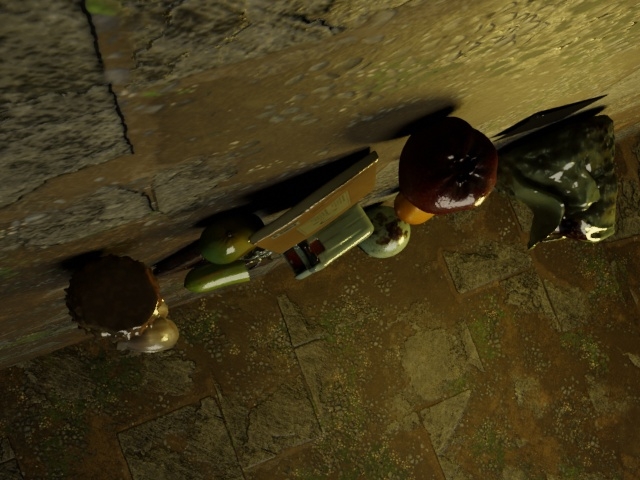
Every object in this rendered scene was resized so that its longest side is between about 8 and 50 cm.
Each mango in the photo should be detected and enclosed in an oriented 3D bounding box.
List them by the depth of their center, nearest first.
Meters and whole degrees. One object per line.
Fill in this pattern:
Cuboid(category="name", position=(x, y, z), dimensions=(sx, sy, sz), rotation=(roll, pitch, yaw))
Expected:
Cuboid(category="mango", position=(-0.166, -0.009, 1.269), dimensions=(0.122, 0.085, 0.191), rotation=(-38, 180, 15))
Cuboid(category="mango", position=(0.283, -0.118, 1.863), dimensions=(0.145, 0.112, 0.219), rotation=(-19, 164, -11))

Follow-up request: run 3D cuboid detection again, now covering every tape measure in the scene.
Cuboid(category="tape measure", position=(0.001, 0.000, 1.734), dimensions=(0.243, 0.125, 0.246), rotation=(-32, -179, -33))

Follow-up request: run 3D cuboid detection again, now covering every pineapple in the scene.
Cuboid(category="pineapple", position=(-0.406, 0.113, 1.247), dimensions=(0.169, 0.169, 0.340), rotation=(-19, -178, -26))

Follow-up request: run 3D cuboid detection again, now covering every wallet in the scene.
Cuboid(category="wallet", position=(-0.285, 0.037, 1.522), dimensions=(0.124, 0.042, 0.230), rotation=(-13, 169, -46))
Cuboid(category="wallet", position=(-0.269, 0.090, 2.276), dimensions=(0.165, 0.042, 0.309), rotation=(-20, 176, 8))

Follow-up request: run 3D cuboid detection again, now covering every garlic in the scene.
Cuboid(category="garlic", position=(-0.589, 0.285, 2.155), dimensions=(0.292, 0.210, 0.237), rotation=(-4, 159, -44))

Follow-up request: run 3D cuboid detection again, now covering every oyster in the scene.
Cuboid(category="oyster", position=(-0.145, 0.001, 1.646), dimensions=(0.177, 0.064, 0.125), rotation=(-29, -168, -18))

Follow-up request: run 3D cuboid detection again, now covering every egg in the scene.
Cuboid(category="egg", position=(0.188, -0.028, 2.119), dimensions=(0.169, 0.169, 0.231), rotation=(-18, -171, -29))

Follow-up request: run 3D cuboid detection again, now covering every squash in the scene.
Cuboid(category="squash", position=(-0.302, 0.095, 1.881), dimensions=(0.188, 0.095, 0.095), rotation=(-17, 175, -8))

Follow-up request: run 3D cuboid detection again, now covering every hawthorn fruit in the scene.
Cuboid(category="hawthorn fruit", position=(0.203, -0.121, 1.098), dimensions=(0.169, 0.168, 0.188), rotation=(-20, -173, -10))

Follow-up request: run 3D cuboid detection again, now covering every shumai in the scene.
Cuboid(category="shumai", position=(0.702, -0.150, 1.871), dimensions=(0.395, 0.348, 0.395), rotation=(-24, 173, -3))

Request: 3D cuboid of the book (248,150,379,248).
Cuboid(category="book", position=(-0.001, -0.061, 1.294), dimensions=(0.269, 0.032, 0.389), rotation=(-35, 176, 0))

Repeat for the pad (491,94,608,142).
Cuboid(category="pad", position=(0.540, -0.290, 1.551), dimensions=(0.265, 0.009, 0.160), rotation=(-20, 175, -31))
